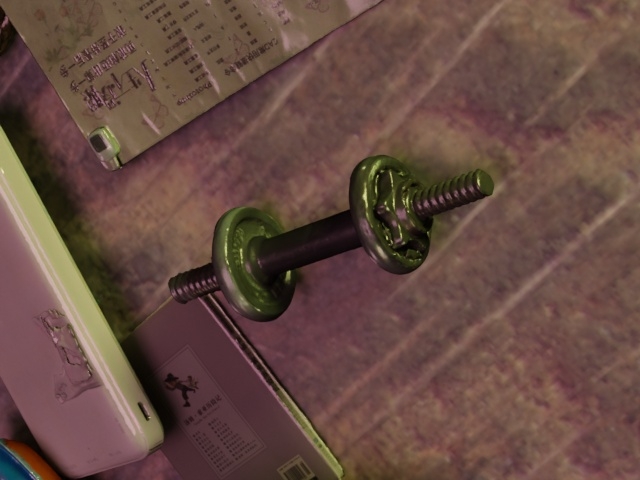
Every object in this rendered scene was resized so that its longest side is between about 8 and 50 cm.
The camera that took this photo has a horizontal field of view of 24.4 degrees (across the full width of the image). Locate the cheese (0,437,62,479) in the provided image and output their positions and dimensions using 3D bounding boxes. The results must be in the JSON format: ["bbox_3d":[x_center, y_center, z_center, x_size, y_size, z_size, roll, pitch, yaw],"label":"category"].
[{"bbox_3d":[-0.184,0.242,1.165,0.256,0.037,0.106,46,159,2],"label":"cheese"}]

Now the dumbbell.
[{"bbox_3d":[0.000,0.000,0.965,0.254,0.081,0.081,-19,98,33],"label":"dumbbell"}]

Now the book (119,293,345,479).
[{"bbox_3d":[-0.077,0.130,1.095,0.127,0.014,0.181,-39,87,33],"label":"book"}]

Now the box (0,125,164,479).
[{"bbox_3d":[-0.223,0.046,1.114,0.142,0.044,0.285,-23,97,47],"label":"box"}]

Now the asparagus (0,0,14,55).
[{"bbox_3d":[-0.226,-0.235,1.032,0.034,0.027,0.236,5,113,6],"label":"asparagus"}]

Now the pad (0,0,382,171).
[{"bbox_3d":[-0.095,-0.167,0.983,0.265,0.009,0.159,-29,97,30],"label":"pad"}]
